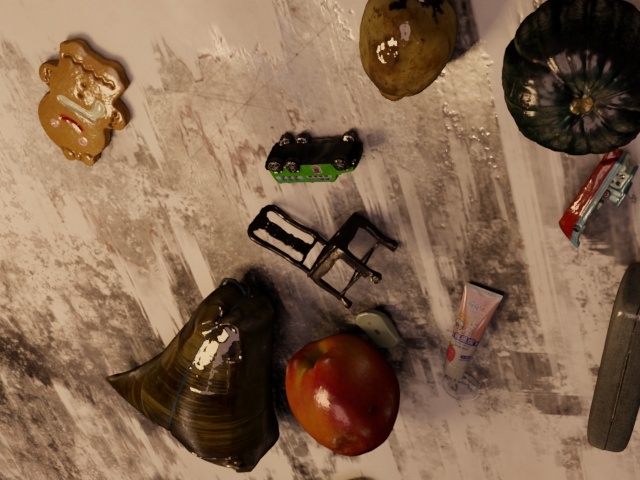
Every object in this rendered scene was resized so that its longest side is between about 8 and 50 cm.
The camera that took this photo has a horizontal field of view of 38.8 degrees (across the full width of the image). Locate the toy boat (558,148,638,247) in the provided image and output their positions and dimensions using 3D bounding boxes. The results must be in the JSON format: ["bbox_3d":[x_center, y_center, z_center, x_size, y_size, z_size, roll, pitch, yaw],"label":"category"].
[{"bbox_3d":[0.412,-0.060,1.347,0.059,0.069,0.173,34,127,10],"label":"toy boat"}]

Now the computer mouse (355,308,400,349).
[{"bbox_3d":[0.110,0.160,1.676,0.056,0.032,0.110,-17,126,34],"label":"computer mouse"}]

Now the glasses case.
[{"bbox_3d":[0.489,0.194,1.457,0.074,0.131,0.323,13,128,20],"label":"glasses case"}]

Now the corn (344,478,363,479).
[{"bbox_3d":[0.005,0.594,1.999,0.106,0.106,0.293,45,128,-11],"label":"corn"}]

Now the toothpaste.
[{"bbox_3d":[0.262,0.161,1.603,0.067,0.043,0.194,22,125,13],"label":"toothpaste"}]

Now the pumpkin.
[{"bbox_3d":[0.349,-0.217,1.202,0.221,0.161,0.220,8,134,8],"label":"pumpkin"}]

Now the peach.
[{"bbox_3d":[0.050,0.289,1.673,0.199,0.243,0.243,-36,109,-5],"label":"peach"}]

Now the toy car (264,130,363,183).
[{"bbox_3d":[-0.007,-0.132,1.492,0.165,0.071,0.062,0,139,25],"label":"toy car"}]

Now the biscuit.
[{"bbox_3d":[-0.433,-0.241,1.632,0.184,0.035,0.249,35,131,-2],"label":"biscuit"}]

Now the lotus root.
[{"bbox_3d":[0.121,-0.277,1.295,0.138,0.138,0.214,20,141,11],"label":"lotus root"}]

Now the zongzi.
[{"bbox_3d":[-0.284,0.223,1.818,0.432,0.208,0.403,21,126,26],"label":"zongzi"}]

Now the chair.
[{"bbox_3d":[0.000,0.000,1.560,0.229,0.106,0.113,36,132,-5],"label":"chair"}]
